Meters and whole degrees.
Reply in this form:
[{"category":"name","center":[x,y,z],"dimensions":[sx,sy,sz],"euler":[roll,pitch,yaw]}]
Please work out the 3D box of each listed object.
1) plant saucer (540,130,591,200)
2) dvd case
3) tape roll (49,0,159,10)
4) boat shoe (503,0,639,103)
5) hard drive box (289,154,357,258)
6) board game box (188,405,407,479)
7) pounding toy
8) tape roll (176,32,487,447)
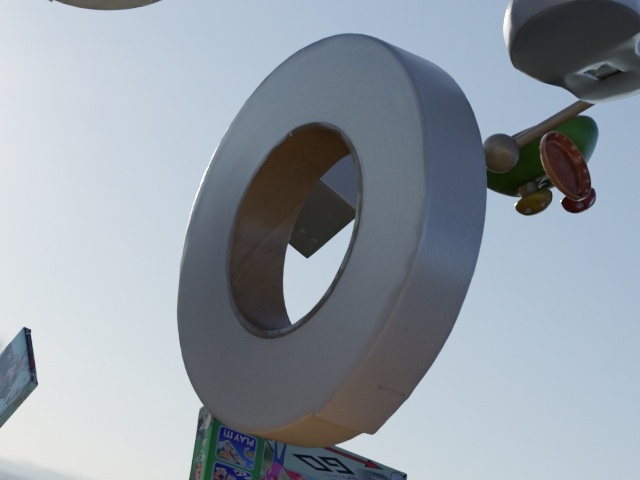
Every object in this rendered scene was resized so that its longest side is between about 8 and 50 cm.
[{"category":"plant saucer","center":[0.271,-0.082,1.999],"dimensions":[0.013,0.083,0.083],"euler":[-30,-40,34]},{"category":"dvd case","center":[-0.366,0.164,2.112],"dimensions":[0.013,0.087,0.119],"euler":[34,18,-29]},{"category":"tape roll","center":[-0.247,-0.409,2.096],"dimensions":[0.246,0.169,0.246],"euler":[-7,-31,-4]},{"category":"boat shoe","center":[0.251,-0.242,1.719],"dimensions":[0.136,0.156,0.367],"euler":[-20,-12,21]},{"category":"hard drive box","center":[0.034,-0.093,2.332],"dimensions":[0.089,0.181,0.232],"euler":[40,-22,-3]},{"category":"board game box","center":[-0.031,0.360,2.346],"dimensions":[0.317,0.213,0.046],"euler":[24,-32,-28]},{"category":"pounding toy","center":[0.310,-0.090,2.449],"dimensions":[0.183,0.110,0.237],"euler":[-22,-14,2]},{"category":"tape roll","center":[0.000,0.000,1.667],"dimensions":[0.072,0.392,0.392],"euler":[20,-7,-34]}]
